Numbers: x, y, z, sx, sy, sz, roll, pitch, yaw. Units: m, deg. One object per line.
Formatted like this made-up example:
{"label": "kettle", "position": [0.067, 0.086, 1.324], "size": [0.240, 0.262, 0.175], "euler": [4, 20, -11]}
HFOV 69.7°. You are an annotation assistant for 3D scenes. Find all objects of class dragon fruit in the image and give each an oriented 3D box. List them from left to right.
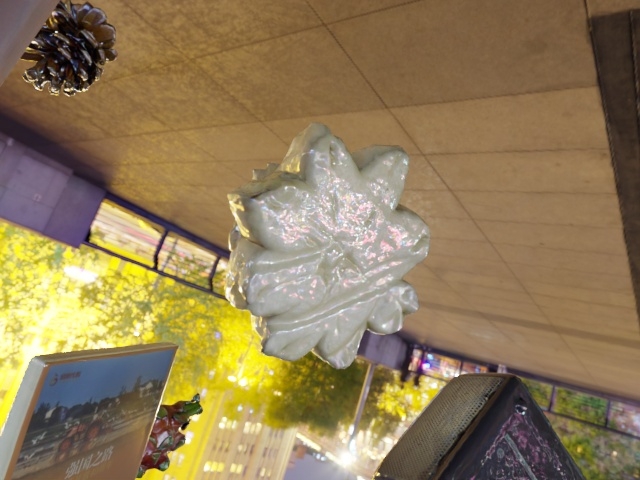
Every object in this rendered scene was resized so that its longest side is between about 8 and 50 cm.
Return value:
{"label": "dragon fruit", "position": [-0.340, 0.383, 0.956], "size": [0.135, 0.236, 0.137], "euler": [10, 122, 34]}

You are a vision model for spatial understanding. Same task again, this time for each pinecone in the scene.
{"label": "pinecone", "position": [-0.503, -0.376, 0.895], "size": [0.179, 0.195, 0.150], "euler": [3, 156, 26]}

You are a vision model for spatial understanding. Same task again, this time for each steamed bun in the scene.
{"label": "steamed bun", "position": [0.000, 0.000, 0.576], "size": [0.296, 0.292, 0.137], "euler": [24, -179, -33]}

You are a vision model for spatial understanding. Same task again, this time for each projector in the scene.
{"label": "projector", "position": [0.385, 0.573, 1.059], "size": [0.395, 0.405, 0.242], "euler": [57, 148, -2]}

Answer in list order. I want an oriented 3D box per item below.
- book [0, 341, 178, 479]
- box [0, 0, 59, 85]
{"label": "book", "position": [-0.300, 0.312, 0.554], "size": [0.028, 0.373, 0.262], "euler": [14, 174, 15]}
{"label": "box", "position": [-0.233, -0.156, 0.327], "size": [0.048, 0.115, 0.025], "euler": [19, 158, -4]}
